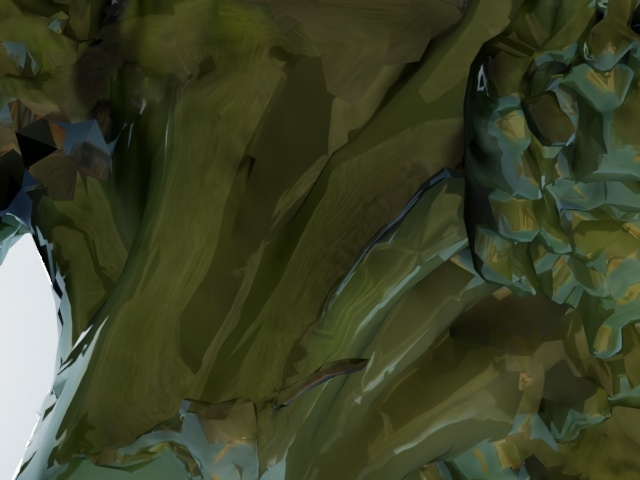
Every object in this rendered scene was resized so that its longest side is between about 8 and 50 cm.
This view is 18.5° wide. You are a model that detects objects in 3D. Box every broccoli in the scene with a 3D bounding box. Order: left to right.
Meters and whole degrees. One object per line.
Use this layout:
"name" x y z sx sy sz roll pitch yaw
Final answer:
"broccoli" -0.005 0.008 0.606 0.293 0.347 0.281 10 -150 18
